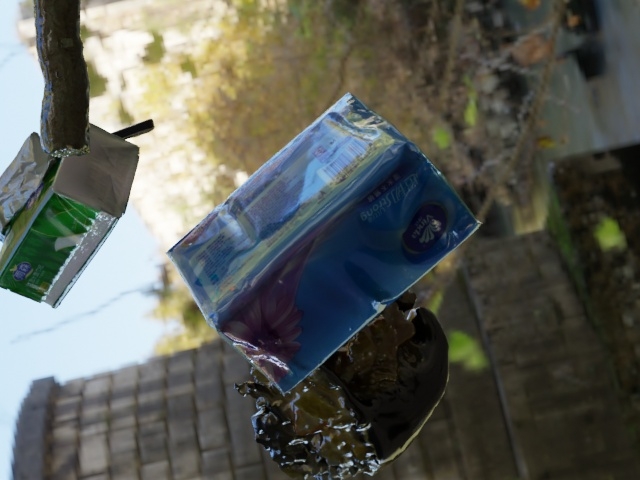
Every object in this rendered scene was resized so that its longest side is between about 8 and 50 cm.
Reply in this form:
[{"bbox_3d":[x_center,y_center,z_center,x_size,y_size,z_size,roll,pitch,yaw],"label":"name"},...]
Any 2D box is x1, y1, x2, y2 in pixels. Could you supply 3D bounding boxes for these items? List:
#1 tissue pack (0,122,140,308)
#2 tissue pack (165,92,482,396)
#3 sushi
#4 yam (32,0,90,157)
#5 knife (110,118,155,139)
[{"bbox_3d":[-0.354,-0.043,1.648,0.209,0.156,0.148,-47,28,39],"label":"tissue pack"},{"bbox_3d":[0.000,0.000,1.290,0.146,0.263,0.198,47,180,-31],"label":"tissue pack"},{"bbox_3d":[0.030,0.153,1.476,0.200,0.213,0.204,66,-147,-32],"label":"sushi"},{"bbox_3d":[-0.290,-0.220,1.404,0.061,0.061,0.252,-15,-79,-88],"label":"yam"},{"bbox_3d":[-0.277,-0.146,1.751,0.031,0.121,0.018,-16,97,50],"label":"knife"}]
